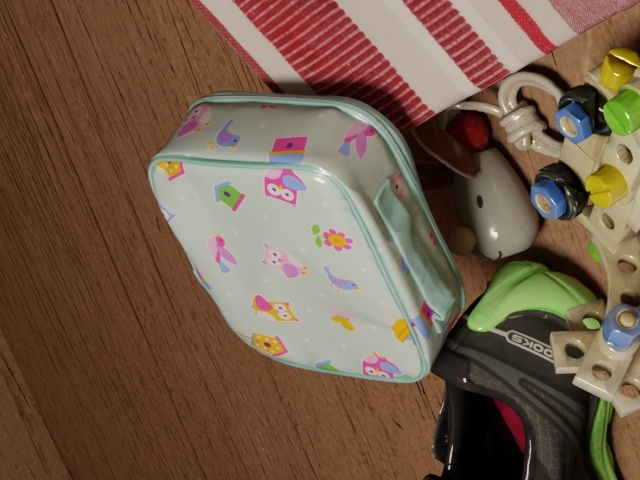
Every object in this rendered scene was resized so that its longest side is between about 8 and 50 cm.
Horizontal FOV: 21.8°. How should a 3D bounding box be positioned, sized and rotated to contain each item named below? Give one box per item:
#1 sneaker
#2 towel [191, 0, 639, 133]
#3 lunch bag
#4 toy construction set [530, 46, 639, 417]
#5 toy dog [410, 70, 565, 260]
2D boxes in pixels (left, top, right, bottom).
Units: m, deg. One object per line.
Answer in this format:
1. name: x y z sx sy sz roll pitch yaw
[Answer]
1. sneaker: 0.191 0.249 1.592 0.185 0.202 0.483 22 135 51
2. towel: 0.056 -0.208 1.297 0.329 0.037 0.237 -27 112 42
3. lunch bag: 0.000 0.000 1.426 0.224 0.108 0.279 2 138 32
4. toy construction set: 0.263 -0.024 1.272 0.215 0.151 0.328 46 140 23
5. toy dog: 0.060 -0.123 1.479 0.334 0.161 0.220 50 152 17
